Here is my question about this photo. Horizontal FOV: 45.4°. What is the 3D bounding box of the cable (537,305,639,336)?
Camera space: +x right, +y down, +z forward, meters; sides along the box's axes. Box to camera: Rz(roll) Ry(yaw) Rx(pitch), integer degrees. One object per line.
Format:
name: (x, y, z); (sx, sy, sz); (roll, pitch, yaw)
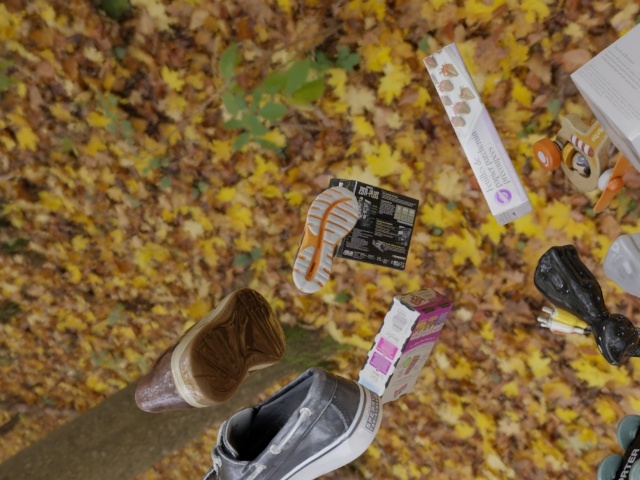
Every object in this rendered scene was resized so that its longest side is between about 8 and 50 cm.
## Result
cable: (0.686, 0.229, 1.896); (0.287, 0.072, 0.139); (19, 159, 23)

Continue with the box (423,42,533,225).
box: (0.263, -0.183, 1.292); (0.067, 0.063, 0.324); (33, -146, -61)

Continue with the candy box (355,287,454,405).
candy box: (0.171, 0.220, 1.588); (0.071, 0.159, 0.233); (32, 110, 29)

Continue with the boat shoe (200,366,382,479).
boat shoe: (-0.068, 0.227, 0.828); (0.102, 0.108, 0.301); (33, 130, -22)

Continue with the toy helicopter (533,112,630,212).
toy helicopter: (0.654, -0.213, 1.811); (0.235, 0.140, 0.355); (62, 172, 16)

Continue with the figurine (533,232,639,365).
figurine: (0.472, 0.095, 1.171); (0.209, 0.215, 0.092); (-116, 24, -45)

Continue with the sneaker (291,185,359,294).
sneaker: (0.000, 0.000, 1.341); (0.084, 0.215, 0.083); (26, 158, -1)

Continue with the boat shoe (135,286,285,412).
boat shoe: (-0.151, 0.159, 1.079); (0.123, 0.342, 0.123); (-27, 94, 17)

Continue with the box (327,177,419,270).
box: (0.092, -0.029, 1.478); (0.077, 0.180, 0.147); (11, 90, 49)

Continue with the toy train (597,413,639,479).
toy train: (0.589, 0.447, 1.338); (0.190, 0.334, 0.142); (37, 161, -2)

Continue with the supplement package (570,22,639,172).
supplement package: (0.541, -0.227, 1.061); (0.177, 0.293, 0.175); (39, -159, -39)
